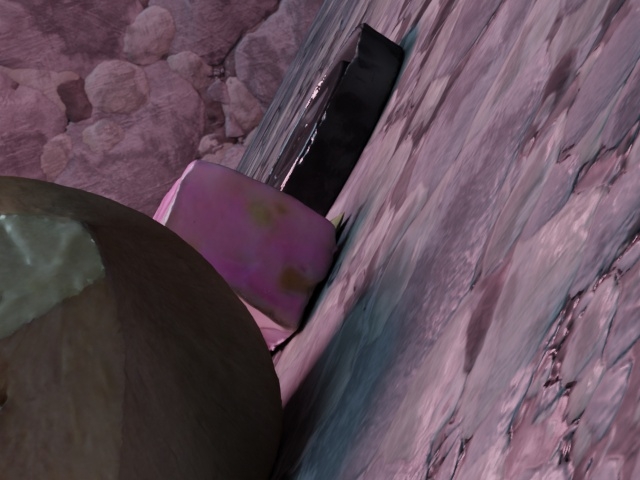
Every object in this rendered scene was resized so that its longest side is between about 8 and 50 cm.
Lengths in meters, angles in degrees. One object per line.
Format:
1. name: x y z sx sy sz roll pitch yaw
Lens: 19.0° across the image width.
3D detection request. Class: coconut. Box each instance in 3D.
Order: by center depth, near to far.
1. coconut: -0.233 0.133 1.414 0.415 0.415 0.345 124 151 -42

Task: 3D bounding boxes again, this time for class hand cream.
1. hand cream: 0.000 0.000 1.765 0.035 0.022 0.102 -63 12 -21

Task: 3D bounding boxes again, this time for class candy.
1. candy: -0.094 0.033 1.756 0.265 0.155 0.116 135 158 -70

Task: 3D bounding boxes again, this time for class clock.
1. clock: -0.001 -0.097 2.021 0.281 0.055 0.280 -60 7 12
